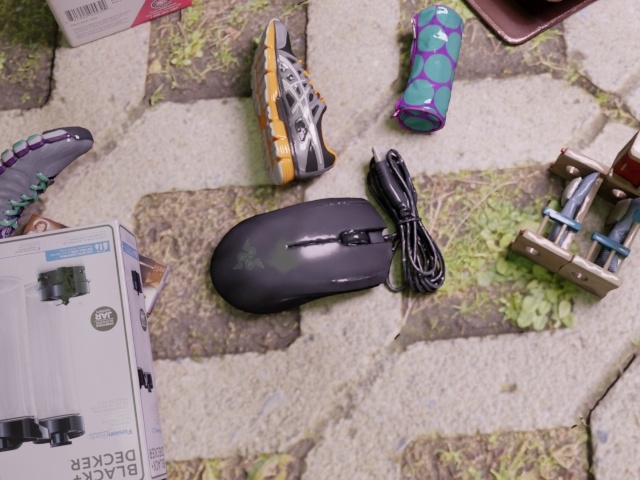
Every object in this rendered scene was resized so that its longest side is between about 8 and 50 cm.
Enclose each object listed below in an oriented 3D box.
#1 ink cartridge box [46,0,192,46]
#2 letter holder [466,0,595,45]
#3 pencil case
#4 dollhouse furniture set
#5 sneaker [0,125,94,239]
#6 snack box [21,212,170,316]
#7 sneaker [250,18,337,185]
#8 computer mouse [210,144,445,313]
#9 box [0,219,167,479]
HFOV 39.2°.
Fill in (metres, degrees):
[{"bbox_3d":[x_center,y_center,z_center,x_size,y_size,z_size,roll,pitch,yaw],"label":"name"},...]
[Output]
[{"bbox_3d":[-0.261,-0.352,1.070,0.172,0.237,0.100,-22,75,-7],"label":"ink cartridge box"},{"bbox_3d":[0.246,-0.434,1.145,0.214,0.152,0.302,-31,77,-7],"label":"letter holder"},{"bbox_3d":[0.134,-0.214,1.124,0.070,0.064,0.151,15,73,-13],"label":"pencil case"},{"bbox_3d":[0.314,-0.039,1.014,0.129,0.183,0.129,28,76,7],"label":"dollhouse furniture set"},{"bbox_3d":[-0.361,-0.053,1.073,0.224,0.083,0.098,-25,82,4],"label":"sneaker"},{"bbox_3d":[-0.274,0.029,1.073,0.178,0.022,0.064,21,77,5],"label":"snack box"},{"bbox_3d":[-0.035,-0.171,1.109,0.083,0.084,0.214,-5,77,-16],"label":"sneaker"},{"bbox_3d":[0.000,0.000,1.058,0.272,0.072,0.188,-17,76,-5],"label":"computer mouse"},{"bbox_3d":[-0.275,0.136,0.994,0.169,0.087,0.290,-8,79,-1],"label":"box"}]
